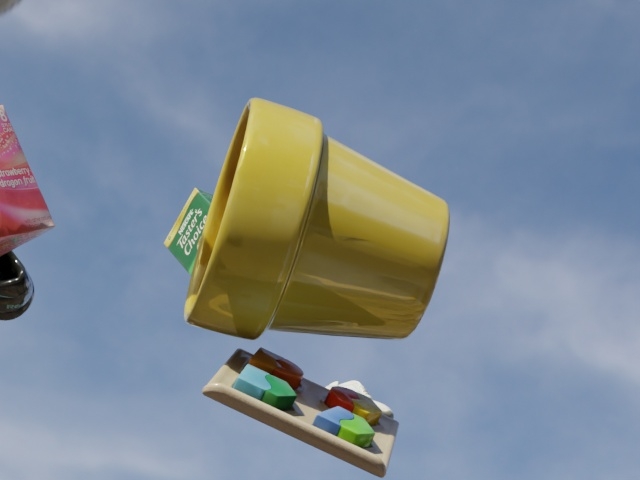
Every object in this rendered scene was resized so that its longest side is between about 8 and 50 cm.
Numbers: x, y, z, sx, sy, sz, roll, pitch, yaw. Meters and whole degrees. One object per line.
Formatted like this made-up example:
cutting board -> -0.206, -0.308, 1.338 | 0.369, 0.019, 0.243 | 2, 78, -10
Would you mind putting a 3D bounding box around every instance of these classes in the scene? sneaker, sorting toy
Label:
sneaker -> 0.045, 0.211, 1.810 | 0.152, 0.061, 0.053 | 6, -51, 49
sneaker -> -0.446, -0.017, 1.653 | 0.267, 0.101, 0.106 | 40, -22, -3
sorting toy -> -0.012, 0.164, 1.392 | 0.193, 0.038, 0.208 | 24, 6, 3

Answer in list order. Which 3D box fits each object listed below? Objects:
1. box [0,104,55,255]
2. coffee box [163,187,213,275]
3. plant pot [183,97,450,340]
box -> -0.426, -0.036, 1.367 | 0.142, 0.300, 0.154 | -26, -94, 25
coffee box -> -0.173, 0.006, 2.159 | 0.040, 0.113, 0.184 | 21, 16, -38
plant pot -> 0.000, 0.000, 1.487 | 0.239, 0.254, 0.254 | 17, -33, -9
